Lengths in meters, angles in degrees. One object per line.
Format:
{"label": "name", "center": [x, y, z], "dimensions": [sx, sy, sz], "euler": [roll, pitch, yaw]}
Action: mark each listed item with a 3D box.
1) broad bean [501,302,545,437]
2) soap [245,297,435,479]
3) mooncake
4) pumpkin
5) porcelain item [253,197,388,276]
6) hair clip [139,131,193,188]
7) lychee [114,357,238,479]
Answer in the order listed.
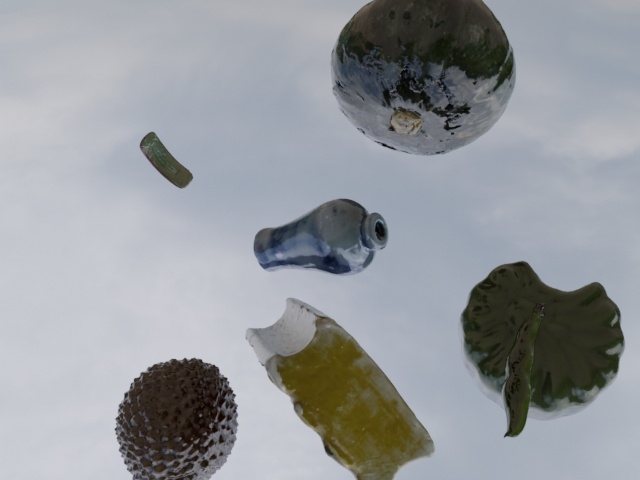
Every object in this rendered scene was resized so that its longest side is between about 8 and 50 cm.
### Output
{"label": "broad bean", "center": [0.392, 0.250, 1.335], "dimensions": [0.060, 0.043, 0.297], "euler": [-5, -129, 36]}
{"label": "soap", "center": [0.016, 0.252, 1.166], "dimensions": [0.156, 0.293, 0.335], "euler": [-37, -174, -8]}
{"label": "mooncake", "center": [0.474, 0.221, 1.495], "dimensions": [0.352, 0.187, 0.350], "euler": [-3, -110, 8]}
{"label": "pumpkin", "center": [0.242, -0.401, 1.650], "dimensions": [0.455, 0.454, 0.343], "euler": [16, -120, 24]}
{"label": "porcelain item", "center": [0.000, 0.000, 1.241], "dimensions": [0.259, 0.141, 0.141], "euler": [-8, -161, 36]}
{"label": "hair clip", "center": [-0.328, -0.168, 1.440], "dimensions": [0.022, 0.137, 0.054], "euler": [-10, -141, 48]}
{"label": "lychee", "center": [-0.285, 0.380, 1.376], "dimensions": [0.268, 0.267, 0.267], "euler": [1, -152, -1]}
